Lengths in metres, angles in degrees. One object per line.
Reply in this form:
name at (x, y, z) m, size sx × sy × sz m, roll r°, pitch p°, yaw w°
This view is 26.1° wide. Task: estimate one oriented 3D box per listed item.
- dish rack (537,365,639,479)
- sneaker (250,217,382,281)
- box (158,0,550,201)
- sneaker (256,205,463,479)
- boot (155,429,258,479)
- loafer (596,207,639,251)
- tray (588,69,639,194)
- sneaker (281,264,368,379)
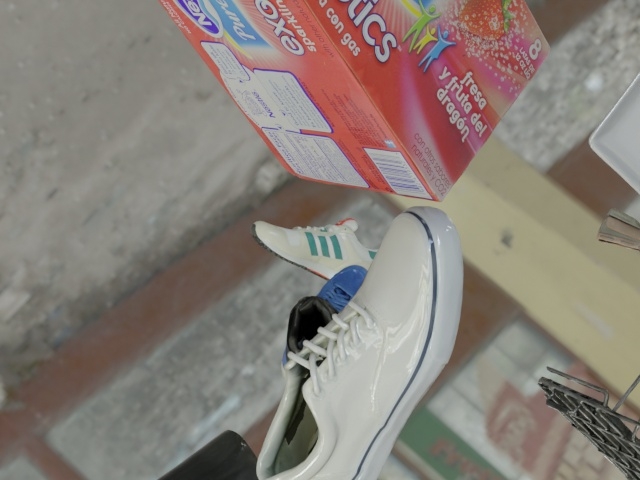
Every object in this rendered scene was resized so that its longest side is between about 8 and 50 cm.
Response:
dish rack at (0.267, 0.145, 0.834) m, size 0.074 × 0.271 × 0.208 m, roll -54°, pitch 127°, yaw -12°
sneaker at (0.000, 0.000, 1.541) m, size 0.075 × 0.161 × 0.057 m, roll -64°, pitch -163°, yaw -1°
box at (-0.008, -0.179, 0.846) m, size 0.142 × 0.154 × 0.300 m, roll -53°, pitch 126°, yaw -21°
sneaker at (0.026, 0.092, 1.017) m, size 0.091 × 0.094 × 0.258 m, roll 4°, pitch 117°, yaw -34°
boot at (-0.244, 0.341, 1.574) m, size 0.445 × 0.146 × 0.367 m, roll -24°, pitch 131°, yaw -34°
loafer at (0.342, 0.008, 1.444) m, size 0.045 × 0.125 × 0.039 m, roll 35°, pitch 91°, yaw -43°
tray at (0.389, -0.158, 1.402) m, size 0.270 × 0.145 × 0.030 m, roll -52°, pitch -161°, yaw -8°
sneaker at (0.011, 0.073, 1.413) m, size 0.152 × 0.058 × 0.085 m, roll -52°, pitch 167°, yaw -26°
